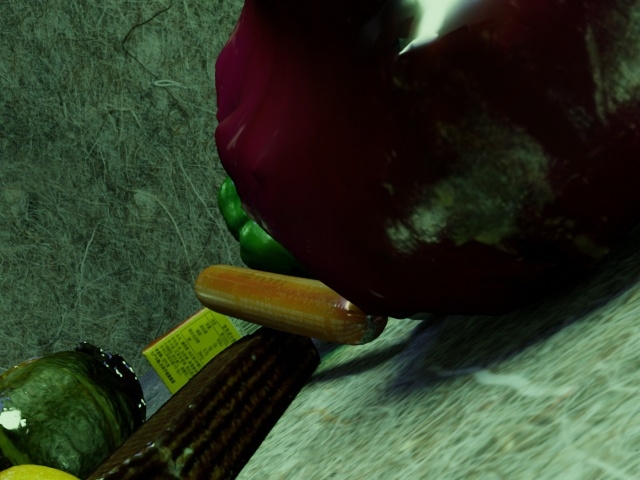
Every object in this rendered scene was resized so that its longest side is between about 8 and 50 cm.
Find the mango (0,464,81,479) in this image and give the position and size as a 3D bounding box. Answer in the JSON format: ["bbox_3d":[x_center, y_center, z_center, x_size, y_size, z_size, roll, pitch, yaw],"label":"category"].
[{"bbox_3d":[-0.214,0.239,0.694,0.141,0.102,0.217,7,20,4],"label":"mango"}]

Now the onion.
[{"bbox_3d":[0.052,-0.176,0.718,0.398,0.420,0.398,-34,32,25],"label":"onion"}]

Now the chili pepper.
[{"bbox_3d":[0.001,0.011,1.225,0.167,0.213,0.385,-67,-21,-10],"label":"chili pepper"}]

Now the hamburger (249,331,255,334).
[{"bbox_3d":[-0.108,0.163,1.482,0.083,0.044,0.076,-38,4,-2],"label":"hamburger"}]

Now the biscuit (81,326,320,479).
[{"bbox_3d":[-0.098,0.162,0.964,0.107,0.073,0.388,-34,3,18],"label":"biscuit"}]

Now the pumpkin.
[{"bbox_3d":[-0.355,0.260,1.244,0.320,0.192,0.320,-34,4,3],"label":"pumpkin"}]

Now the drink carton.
[{"bbox_3d":[-0.091,0.103,1.617,0.351,0.111,0.154,-36,3,-1],"label":"drink carton"}]

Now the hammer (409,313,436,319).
[{"bbox_3d":[0.135,0.002,0.946,0.116,0.069,0.194,-36,-3,37],"label":"hammer"}]

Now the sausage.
[{"bbox_3d":[-0.039,0.059,1.016,0.053,0.053,0.348,-37,21,-24],"label":"sausage"}]
